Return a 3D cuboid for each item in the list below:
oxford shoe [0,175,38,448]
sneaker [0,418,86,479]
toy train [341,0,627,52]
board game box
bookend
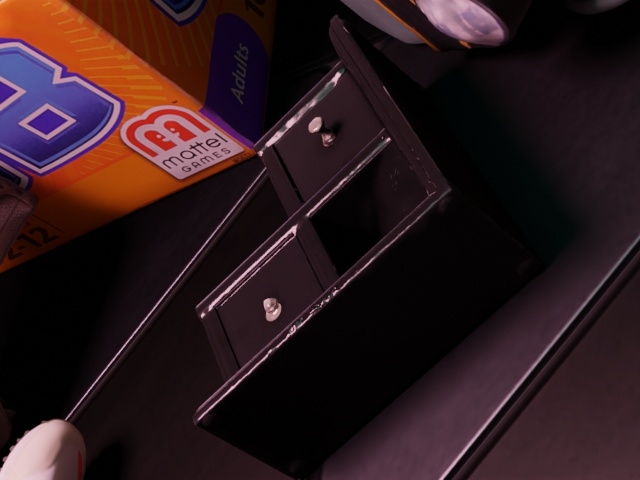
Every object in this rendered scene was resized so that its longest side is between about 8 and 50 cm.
[{"bbox_3d":[-0.242,0.129,0.801,0.130,0.133,0.363,-166,87,-72],"label":"oxford shoe"},{"bbox_3d":[-0.134,0.170,0.723,0.075,0.057,0.161,1,60,27],"label":"sneaker"},{"bbox_3d":[0.112,-0.241,0.709,0.190,0.142,0.333,7,67,58],"label":"toy train"},{"bbox_3d":[-0.267,-0.220,0.898,0.357,0.356,0.356,-22,49,34],"label":"board game box"},{"bbox_3d":[0.000,0.000,0.687,0.156,0.072,0.157,-43,39,15],"label":"bookend"}]
